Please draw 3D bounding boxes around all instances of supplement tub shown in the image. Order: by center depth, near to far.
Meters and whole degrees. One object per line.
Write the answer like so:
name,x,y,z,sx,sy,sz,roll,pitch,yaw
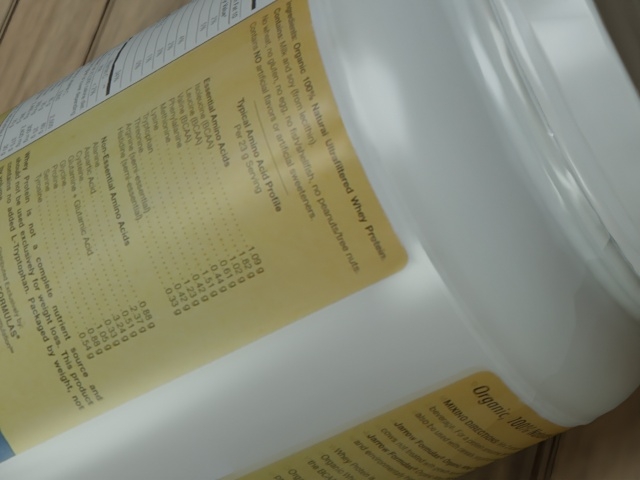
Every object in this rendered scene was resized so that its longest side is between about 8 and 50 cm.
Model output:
supplement tub,0.000,0.000,0.399,0.200,0.144,0.144,-27,50,20
